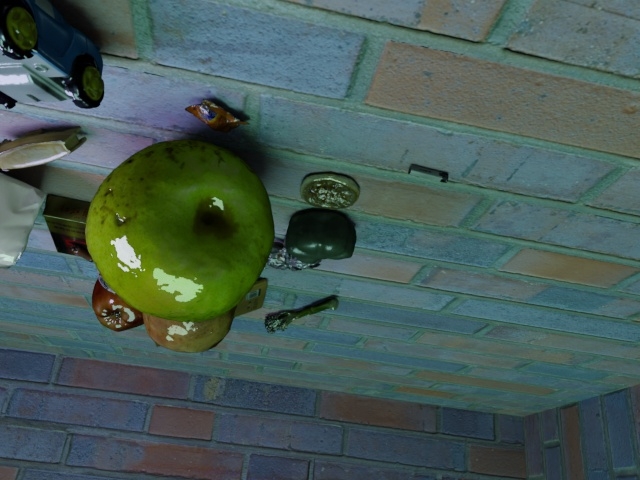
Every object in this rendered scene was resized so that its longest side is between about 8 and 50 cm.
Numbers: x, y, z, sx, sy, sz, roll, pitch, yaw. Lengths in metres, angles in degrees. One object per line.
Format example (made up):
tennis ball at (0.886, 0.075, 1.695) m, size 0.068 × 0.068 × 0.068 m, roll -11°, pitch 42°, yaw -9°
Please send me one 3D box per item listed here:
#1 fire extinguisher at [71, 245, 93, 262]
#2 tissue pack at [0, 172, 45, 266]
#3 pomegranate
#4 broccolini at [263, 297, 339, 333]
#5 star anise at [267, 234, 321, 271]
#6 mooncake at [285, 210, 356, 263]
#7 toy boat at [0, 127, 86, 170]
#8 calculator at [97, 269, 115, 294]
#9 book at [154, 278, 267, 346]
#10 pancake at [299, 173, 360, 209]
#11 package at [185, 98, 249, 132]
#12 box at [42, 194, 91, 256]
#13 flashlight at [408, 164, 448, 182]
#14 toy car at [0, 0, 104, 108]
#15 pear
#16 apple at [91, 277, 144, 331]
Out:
fire extinguisher at (-0.651, 0.035, 1.535) m, size 0.028 × 0.022 × 0.083 m, roll 34°, pitch 171°, yaw 35°
tissue pack at (-0.853, -0.079, 1.262) m, size 0.381 × 0.207 × 0.297 m, roll 23°, pitch 164°, yaw -30°
pomegranate at (-0.363, 0.178, 1.563) m, size 0.282 × 0.281 × 0.281 m, roll 5°, pitch 154°, yaw 2°
broccolini at (-0.077, 0.272, 1.985) m, size 0.079 × 0.073 × 0.392 m, roll 15°, pitch 155°, yaw -32°
star anise at (-0.084, 0.048, 1.551) m, size 0.205 × 0.061 × 0.180 m, roll 11°, pitch 154°, yaw -10°
mooncake at (0.000, 0.000, 1.394) m, size 0.169 × 0.104 × 0.175 m, roll 10°, pitch 157°, yaw -21°
toy boat at (-0.586, -0.195, 1.159) m, size 0.206 × 0.072 × 0.064 m, roll -10°, pitch 135°, yaw 8°
calculator at (-0.550, 0.076, 1.607) m, size 0.032 × 0.175 × 0.100 m, roll 13°, pitch 134°, yaw 59°
book at (-0.364, 0.240, 1.835) m, size 0.389 × 0.032 × 0.269 m, roll -19°, pitch 160°, yaw -20°
pancake at (0.021, -0.109, 1.253) m, size 0.140 × 0.022 × 0.139 m, roll 4°, pitch 153°, yaw 2°
package at (-0.193, -0.229, 1.046) m, size 0.077 × 0.032 × 0.111 m, roll -25°, pitch 146°, yaw 31°
box at (-0.647, -0.027, 1.516) m, size 0.160 × 0.071 × 0.240 m, roll 10°, pitch 153°, yaw -12°
flashlight at (0.223, -0.137, 1.156) m, size 0.084 × 0.018 × 0.018 m, roll 12°, pitch 153°, yaw -11°
toy car at (-0.452, -0.301, 0.802) m, size 0.199 × 0.165 × 0.314 m, roll 0°, pitch 170°, yaw 12°
pear at (-0.288, -0.013, 1.141) m, size 0.392 × 0.390 × 0.391 m, roll 5°, pitch 154°, yaw 2°
apple at (-0.593, 0.171, 1.728) m, size 0.234 × 0.233 × 0.234 m, roll 5°, pitch 154°, yaw 2°
